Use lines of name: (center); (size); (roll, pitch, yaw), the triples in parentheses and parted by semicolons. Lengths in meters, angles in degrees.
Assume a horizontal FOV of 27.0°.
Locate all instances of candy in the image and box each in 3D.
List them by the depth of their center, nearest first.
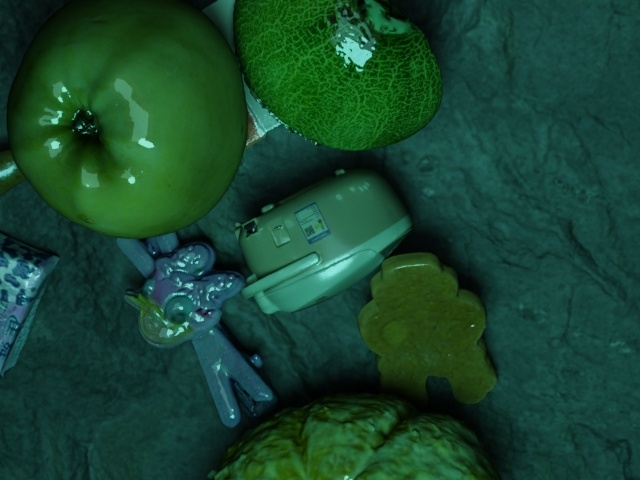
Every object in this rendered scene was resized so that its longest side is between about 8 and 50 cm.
candy: (-0.382, 0.076, 1.563); (0.092, 0.073, 0.160); (25, 105, 1)

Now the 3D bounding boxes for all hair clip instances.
hair clip: (-0.131, 0.094, 1.533); (0.137, 0.090, 0.278); (-32, 99, 10)

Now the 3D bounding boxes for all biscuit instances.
biscuit: (0.117, 0.104, 1.494); (0.144, 0.040, 0.236); (-12, 128, 4)

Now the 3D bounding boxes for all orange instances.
orange: (0.020, 0.284, 1.498); (0.369, 0.271, 0.210); (-22, 57, 11)

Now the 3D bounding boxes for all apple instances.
apple: (-0.202, -0.132, 1.375); (0.262, 0.262, 0.262); (1, 104, 5)

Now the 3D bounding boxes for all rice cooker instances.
rice cooker: (0.000, 0.000, 1.470); (0.206, 0.145, 0.127); (-23, 89, 9)

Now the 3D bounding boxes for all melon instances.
melon: (0.009, -0.192, 1.384); (0.265, 0.169, 0.129); (44, 71, -7)

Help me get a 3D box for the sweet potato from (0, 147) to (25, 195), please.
sweet potato: (-0.425, -0.043, 1.544); (0.274, 0.067, 0.067); (-28, 100, 14)

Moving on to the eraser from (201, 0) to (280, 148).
eraser: (-0.149, -0.156, 1.499); (0.230, 0.038, 0.157); (-30, 99, 13)
